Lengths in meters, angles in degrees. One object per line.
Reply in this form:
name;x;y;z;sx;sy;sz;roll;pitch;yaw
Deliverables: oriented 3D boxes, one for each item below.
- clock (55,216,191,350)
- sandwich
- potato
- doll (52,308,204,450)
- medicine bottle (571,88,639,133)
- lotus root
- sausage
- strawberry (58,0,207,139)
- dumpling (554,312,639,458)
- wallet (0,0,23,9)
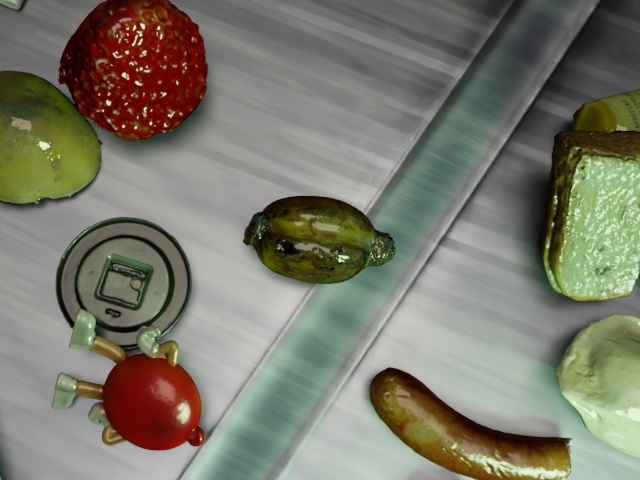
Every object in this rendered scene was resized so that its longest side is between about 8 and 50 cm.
clock;-0.268;0.060;1.276;0.185;0.040;0.184;1;79;-4
sandwich;0.439;-0.034;1.261;0.273;0.095;0.248;-3;119;-5
potato;-0.403;-0.151;1.259;0.202;0.117;0.182;46;69;3
doll;-0.240;0.195;1.222;0.217;0.085;0.183;24;109;6
medicine bottle;0.479;-0.164;1.327;0.239;0.124;0.124;-15;81;-5
lotus root;0.000;0.000;1.269;0.210;0.120;0.120;9;79;-3
sausage;0.202;0.267;1.252;0.302;0.076;0.102;22;71;-1
strawberry;-0.249;-0.251;1.230;0.205;0.244;0.205;1;77;-3
dumpling;0.438;0.202;1.260;0.252;0.131;0.179;33;55;-7
wallet;-0.443;-0.402;1.356;0.061;0.025;0.122;22;80;-1
